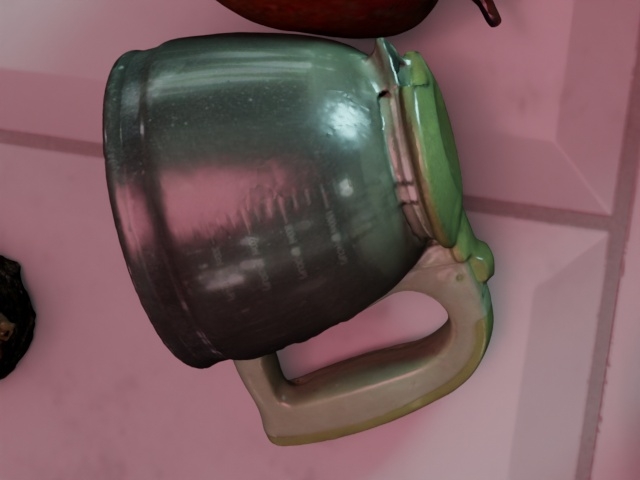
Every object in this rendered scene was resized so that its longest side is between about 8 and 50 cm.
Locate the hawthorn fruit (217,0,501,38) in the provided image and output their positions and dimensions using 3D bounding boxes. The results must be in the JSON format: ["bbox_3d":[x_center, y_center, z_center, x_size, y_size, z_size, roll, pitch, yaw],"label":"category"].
[{"bbox_3d":[0.029,-0.231,1.108,0.248,0.208,0.208,28,102,1],"label":"hawthorn fruit"}]

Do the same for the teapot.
[{"bbox_3d":[-0.006,-0.003,1.110,0.239,0.239,0.322,-12,91,13],"label":"teapot"}]

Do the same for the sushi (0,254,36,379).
[{"bbox_3d":[-0.344,0.042,1.266,0.147,0.115,0.212,-43,85,14],"label":"sushi"}]
